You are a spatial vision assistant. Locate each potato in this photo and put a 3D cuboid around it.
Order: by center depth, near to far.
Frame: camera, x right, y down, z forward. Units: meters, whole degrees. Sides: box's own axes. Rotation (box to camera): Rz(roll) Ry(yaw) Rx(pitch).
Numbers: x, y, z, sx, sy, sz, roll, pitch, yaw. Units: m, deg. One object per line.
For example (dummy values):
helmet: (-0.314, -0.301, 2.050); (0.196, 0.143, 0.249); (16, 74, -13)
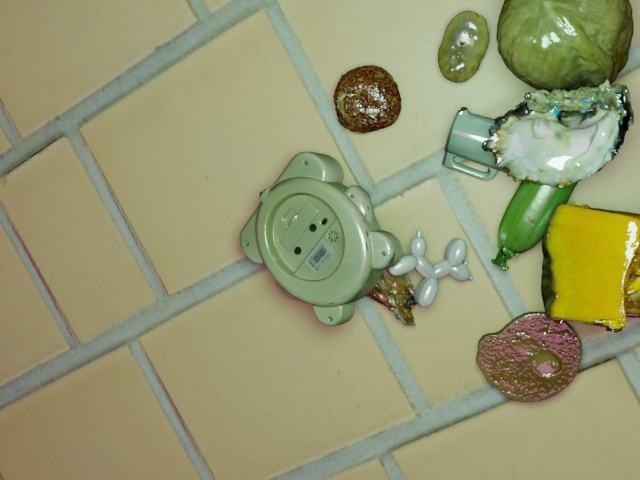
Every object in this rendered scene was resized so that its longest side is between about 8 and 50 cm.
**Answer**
potato: (0.283, -0.382, 1.423); (0.091, 0.070, 0.138); (22, 102, 15)

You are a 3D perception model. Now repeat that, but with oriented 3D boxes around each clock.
clock: (0.000, 0.000, 1.494); (0.309, 0.114, 0.284); (46, 111, 20)

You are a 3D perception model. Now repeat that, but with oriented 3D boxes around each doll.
doll: (0.237, 0.053, 1.491); (0.160, 0.059, 0.161); (-46, 101, -3)

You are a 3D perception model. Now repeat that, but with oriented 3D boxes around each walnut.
walnut: (0.435, -0.379, 1.288); (0.283, 0.283, 0.227); (45, 108, 3)

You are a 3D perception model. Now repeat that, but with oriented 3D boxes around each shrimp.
shrimp: (0.112, 0.069, 1.550); (0.154, 0.062, 0.294); (-38, 85, 28)

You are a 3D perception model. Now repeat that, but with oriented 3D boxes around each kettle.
kettle: (0.331, -0.192, 1.441); (0.148, 0.127, 0.098); (19, 71, 13)

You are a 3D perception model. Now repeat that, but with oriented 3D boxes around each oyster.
oyster: (0.428, -0.192, 1.279); (0.198, 0.092, 0.259); (34, 143, -19)

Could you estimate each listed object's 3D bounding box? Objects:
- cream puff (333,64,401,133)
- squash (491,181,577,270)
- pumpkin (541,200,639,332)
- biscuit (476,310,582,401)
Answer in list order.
cream puff: (0.092, -0.288, 1.480); (0.149, 0.084, 0.149); (2, 98, 16)
squash: (0.447, -0.106, 1.414); (0.101, 0.101, 0.379); (31, 105, 7)
pumpkin: (0.563, 0.056, 1.331); (0.303, 0.256, 0.225); (8, 93, -18)
biscuit: (0.439, 0.240, 1.497); (0.208, 0.049, 0.181); (-38, 89, 17)
